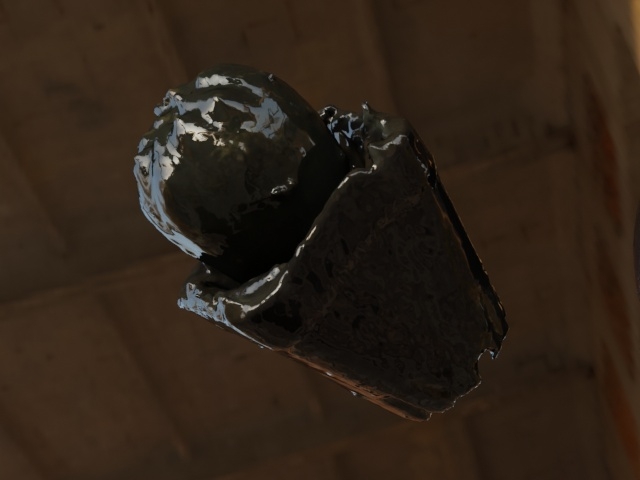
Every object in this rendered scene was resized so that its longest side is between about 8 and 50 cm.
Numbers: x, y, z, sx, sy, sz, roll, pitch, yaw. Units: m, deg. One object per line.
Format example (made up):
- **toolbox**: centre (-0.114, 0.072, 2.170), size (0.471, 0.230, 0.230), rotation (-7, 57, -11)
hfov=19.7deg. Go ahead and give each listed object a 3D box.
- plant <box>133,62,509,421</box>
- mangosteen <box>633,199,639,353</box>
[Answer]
- **plant**: centre (0.000, 0.000, 1.126), size (0.256, 0.142, 0.164), rotation (40, -98, -17)
- **mangosteen**: centre (0.441, 0.051, 1.444), size (0.381, 0.381, 0.421), rotation (-9, -71, -10)
